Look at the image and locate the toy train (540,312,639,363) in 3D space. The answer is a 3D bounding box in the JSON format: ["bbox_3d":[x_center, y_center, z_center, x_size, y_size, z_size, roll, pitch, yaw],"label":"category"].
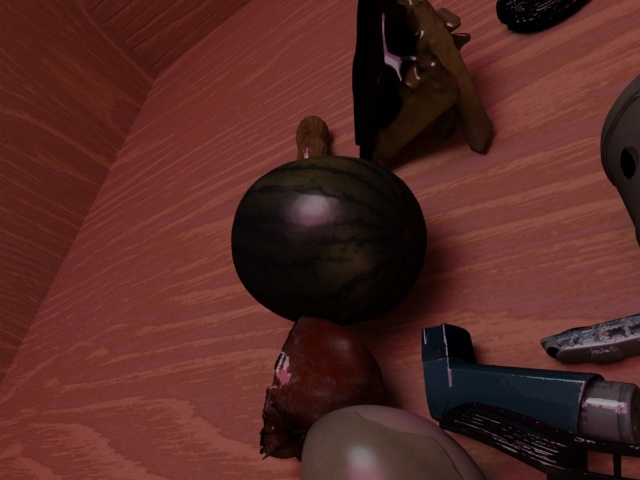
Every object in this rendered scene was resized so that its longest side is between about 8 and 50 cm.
[{"bbox_3d":[0.353,0.104,0.590,0.208,0.043,0.047,-23,43,32],"label":"toy train"}]

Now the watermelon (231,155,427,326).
[{"bbox_3d":[0.000,0.000,0.862,0.360,0.279,0.278,6,63,49],"label":"watermelon"}]

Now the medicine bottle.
[{"bbox_3d":[0.232,0.171,0.627,0.259,0.079,0.124,-3,65,45],"label":"medicine bottle"}]

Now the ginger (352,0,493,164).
[{"bbox_3d":[0.185,-0.309,1.042,0.212,0.358,0.413,1,45,-6],"label":"ginger"}]

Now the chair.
[{"bbox_3d":[0.223,0.241,0.532,0.213,0.084,0.101,0,97,43],"label":"chair"}]

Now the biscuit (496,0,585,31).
[{"bbox_3d":[0.437,-0.486,1.028,0.195,0.053,0.194,-28,42,28],"label":"biscuit"}]

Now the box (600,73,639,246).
[{"bbox_3d":[0.419,-0.079,0.528,0.226,0.226,0.149,-26,41,30],"label":"box"}]

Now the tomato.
[{"bbox_3d":[0.012,0.221,0.740,0.155,0.214,0.180,13,47,8],"label":"tomato"}]

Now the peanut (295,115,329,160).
[{"bbox_3d":[-0.021,-0.217,1.256,0.089,0.089,0.192,-27,42,29],"label":"peanut"}]

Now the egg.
[{"bbox_3d":[0.076,0.276,0.586,0.217,0.183,0.183,41,92,16],"label":"egg"}]
